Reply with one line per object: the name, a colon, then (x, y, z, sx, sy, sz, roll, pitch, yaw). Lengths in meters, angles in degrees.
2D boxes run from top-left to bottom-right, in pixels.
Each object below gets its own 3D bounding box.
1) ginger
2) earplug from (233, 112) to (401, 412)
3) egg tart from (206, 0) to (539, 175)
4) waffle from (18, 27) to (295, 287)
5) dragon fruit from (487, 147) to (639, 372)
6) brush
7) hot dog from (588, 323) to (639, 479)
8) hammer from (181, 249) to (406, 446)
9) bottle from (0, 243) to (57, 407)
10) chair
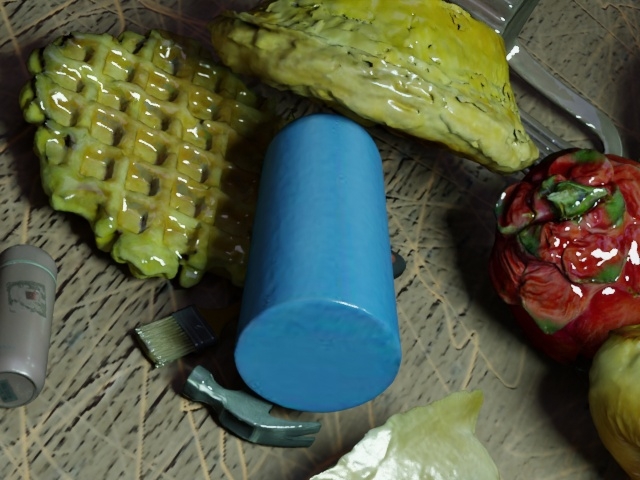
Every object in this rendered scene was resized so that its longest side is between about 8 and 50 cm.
ginger: (0.067, 0.212, 1.545, 0.193, 0.115, 0.122, -18, 68, -36)
earplug: (0.000, 0.000, 1.649, 0.132, 0.132, 0.273, 17, 41, -14)
egg tart: (0.056, -0.164, 1.798, 0.341, 0.129, 0.341, 19, 3, -1)
waffle: (-0.131, -0.078, 1.763, 0.282, 0.058, 0.300, 3, 50, -32)
dragon fruit: (0.259, 0.021, 1.795, 0.274, 0.193, 0.192, 38, 20, -48)
brush: (-0.078, 0.062, 1.661, 0.170, 0.014, 0.043, -22, 62, -31)
hot dog: (0.416, 0.161, 1.714, 0.405, 0.185, 0.223, -12, 97, -40)
hammer: (-0.003, 0.082, 1.693, 0.111, 0.033, 0.287, 35, 40, 7)
bottle: (-0.239, 0.066, 1.556, 0.053, 0.053, 0.140, 16, 41, -16)
chair: (0.187, -0.186, 1.968, 0.326, 0.183, 0.175, 34, 41, 6)
